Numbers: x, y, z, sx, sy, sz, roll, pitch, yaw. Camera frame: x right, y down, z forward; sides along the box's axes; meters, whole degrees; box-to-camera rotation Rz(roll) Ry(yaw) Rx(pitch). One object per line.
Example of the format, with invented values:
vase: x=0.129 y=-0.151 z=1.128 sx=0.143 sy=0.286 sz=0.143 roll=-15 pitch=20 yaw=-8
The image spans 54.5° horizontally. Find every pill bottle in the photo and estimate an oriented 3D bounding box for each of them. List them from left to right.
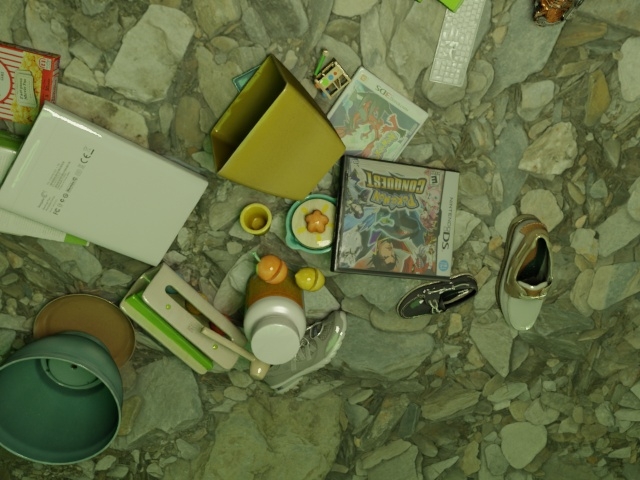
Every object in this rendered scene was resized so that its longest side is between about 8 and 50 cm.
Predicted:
pill bottle: x=-0.101 y=0.163 z=1.381 sx=0.136 sy=0.245 sz=0.136 roll=-2 pitch=115 yaw=-4

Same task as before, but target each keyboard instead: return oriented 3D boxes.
keyboard: x=0.285 y=-0.444 z=1.257 sx=0.072 sy=0.014 sz=0.256 roll=8 pitch=114 yaw=-8

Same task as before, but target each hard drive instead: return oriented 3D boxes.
hard drive: x=-0.443 y=-0.104 z=1.281 sx=0.353 sy=0.047 sz=0.233 roll=25 pitch=108 yaw=-32

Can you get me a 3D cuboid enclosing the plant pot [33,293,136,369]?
plant pot: x=-0.561 y=0.224 z=1.492 sx=0.236 sy=0.032 sz=0.236 roll=-2 pitch=115 yaw=-4

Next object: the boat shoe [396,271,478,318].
boat shoe: x=0.283 y=0.141 z=1.502 sx=0.206 sy=0.065 sz=0.075 roll=-24 pitch=115 yaw=7

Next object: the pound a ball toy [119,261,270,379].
pound a ball toy: x=-0.264 y=0.184 z=1.421 sx=0.319 sy=0.135 sz=0.208 roll=45 pitch=140 yaw=-21

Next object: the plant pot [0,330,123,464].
plant pot: x=-0.582 y=0.329 z=1.414 sx=0.293 sy=0.196 sz=0.293 roll=-2 pitch=114 yaw=-3

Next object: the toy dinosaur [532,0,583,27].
toy dinosaur: x=0.467 y=-0.531 z=1.111 sx=0.164 sy=0.218 sz=0.322 roll=8 pitch=157 yaw=-24

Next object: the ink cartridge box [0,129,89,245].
ink cartridge box: x=-0.596 y=-0.107 z=1.304 sx=0.255 sy=0.097 sz=0.188 roll=14 pitch=114 yaw=-30

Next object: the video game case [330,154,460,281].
video game case: x=0.165 y=-0.044 z=1.345 sx=0.275 sy=0.035 sz=0.248 roll=6 pitch=89 yaw=-17

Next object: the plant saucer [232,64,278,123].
plant saucer: x=-0.108 y=-0.268 z=1.307 sx=0.067 sy=0.018 sz=0.192 roll=-25 pitch=114 yaw=7

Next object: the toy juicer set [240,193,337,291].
toy juicer set: x=0.000 y=0.000 z=1.348 sx=0.329 sy=0.089 sz=0.209 roll=-10 pitch=76 yaw=-1

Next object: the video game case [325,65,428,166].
video game case: x=0.101 y=-0.238 z=1.333 sx=0.183 sy=0.023 sz=0.201 roll=31 pitch=109 yaw=-17

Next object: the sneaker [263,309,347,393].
sneaker: x=-0.050 y=0.262 z=1.510 sx=0.115 sy=0.105 sz=0.281 roll=40 pitch=107 yaw=-20

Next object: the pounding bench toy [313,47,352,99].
pounding bench toy: x=0.011 y=-0.338 z=1.263 sx=0.065 sy=0.052 sz=0.083 roll=-38 pitch=112 yaw=13

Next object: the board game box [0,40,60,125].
board game box: x=-0.624 y=-0.315 z=1.227 sx=0.193 sy=0.045 sz=0.146 roll=11 pitch=113 yaw=-10

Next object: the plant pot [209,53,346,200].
plant pot: x=-0.076 y=-0.203 z=1.228 sx=0.187 sy=0.212 sz=0.212 roll=32 pitch=109 yaw=-29

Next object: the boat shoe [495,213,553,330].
boat shoe: x=0.486 y=0.095 z=1.475 sx=0.113 sy=0.103 sz=0.302 roll=-7 pitch=115 yaw=-1

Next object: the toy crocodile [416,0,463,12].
toy crocodile: x=0.140 y=-0.544 z=1.160 sx=0.340 sy=0.105 sz=0.115 roll=24 pitch=110 yaw=-20
